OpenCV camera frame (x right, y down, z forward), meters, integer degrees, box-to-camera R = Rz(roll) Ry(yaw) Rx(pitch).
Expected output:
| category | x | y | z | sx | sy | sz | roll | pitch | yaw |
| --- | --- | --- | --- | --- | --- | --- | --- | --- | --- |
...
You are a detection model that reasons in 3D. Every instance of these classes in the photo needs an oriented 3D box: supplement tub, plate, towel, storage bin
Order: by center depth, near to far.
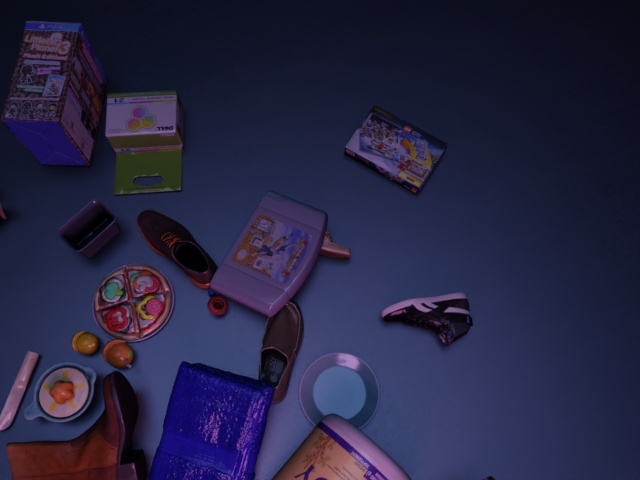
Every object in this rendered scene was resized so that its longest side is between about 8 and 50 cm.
| category | x | y | z | sx | sy | sz | roll | pitch | yaw |
| --- | --- | --- | --- | --- | --- | --- | --- | --- | --- |
| supplement tub | 0.003 | 0.549 | 1.239 | 0.241 | 0.241 | 0.331 | 39 | 74 | 13 |
| towel | -0.241 | 0.437 | 1.326 | 0.227 | 0.076 | 0.308 | 14 | 86 | 4 |
| plate | 0.044 | 0.357 | 1.431 | 0.188 | 0.024 | 0.188 | 0 | 70 | -1 |
| storage bin | -0.575 | -0.026 | 1.531 | 0.098 | 0.091 | 0.135 | 40 | 73 | 13 |

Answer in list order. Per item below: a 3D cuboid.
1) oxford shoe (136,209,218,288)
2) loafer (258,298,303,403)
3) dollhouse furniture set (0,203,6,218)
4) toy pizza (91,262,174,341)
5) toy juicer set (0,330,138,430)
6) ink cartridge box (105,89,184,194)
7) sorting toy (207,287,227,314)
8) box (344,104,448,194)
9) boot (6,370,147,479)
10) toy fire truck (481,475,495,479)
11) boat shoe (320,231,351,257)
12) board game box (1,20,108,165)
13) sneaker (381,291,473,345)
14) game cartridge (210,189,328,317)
| category | x | y | z | sx | sy | sz | roll | pitch | yaw |
| --- | --- | --- | --- | --- | --- | --- | --- | --- | --- |
| oxford shoe | -0.357 | 0.004 | 1.519 | 0.271 | 0.098 | 0.097 | 38 | 73 | 12 |
| loafer | -0.093 | 0.252 | 1.434 | 0.094 | 0.087 | 0.251 | 6 | 69 | 1 |
| dollhouse furniture set | -0.971 | -0.081 | 1.530 | 0.262 | 0.135 | 0.259 | -36 | 79 | -26 |
| toy pizza | -0.461 | 0.148 | 1.498 | 0.201 | 0.032 | 0.201 | 0 | 69 | -1 |
| toy juicer set | -0.586 | 0.310 | 1.403 | 0.329 | 0.089 | 0.209 | -6 | 69 | -3 |
| ink cartridge box | -0.464 | -0.261 | 1.620 | 0.189 | 0.097 | 0.255 | -4 | 68 | -3 |
| sorting toy | -0.248 | 0.138 | 1.506 | 0.061 | 0.042 | 0.102 | 31 | 59 | -6 |
| box | 0.204 | -0.247 | 1.654 | 0.233 | 0.044 | 0.159 | 31 | 72 | 10 |
| boot | -0.535 | 0.428 | 1.327 | 0.280 | 0.096 | 0.264 | -8 | 100 | 4 |
| toy fire truck | 0.226 | 0.607 | 1.209 | 0.169 | 0.302 | 0.254 | 43 | 48 | 13 |
| boat shoe | 0.000 | 0.000 | 1.546 | 0.170 | 0.063 | 0.059 | 15 | 75 | 6 |
| board game box | -0.678 | -0.375 | 1.588 | 0.141 | 0.232 | 0.291 | 3 | 68 | 0 |
| sneaker | 0.263 | 0.199 | 1.465 | 0.217 | 0.079 | 0.121 | -10 | 68 | -6 |
| game cartridge | -0.112 | 0.028 | 1.488 | 0.198 | 0.062 | 0.297 | 20 | 67 | 22 |
